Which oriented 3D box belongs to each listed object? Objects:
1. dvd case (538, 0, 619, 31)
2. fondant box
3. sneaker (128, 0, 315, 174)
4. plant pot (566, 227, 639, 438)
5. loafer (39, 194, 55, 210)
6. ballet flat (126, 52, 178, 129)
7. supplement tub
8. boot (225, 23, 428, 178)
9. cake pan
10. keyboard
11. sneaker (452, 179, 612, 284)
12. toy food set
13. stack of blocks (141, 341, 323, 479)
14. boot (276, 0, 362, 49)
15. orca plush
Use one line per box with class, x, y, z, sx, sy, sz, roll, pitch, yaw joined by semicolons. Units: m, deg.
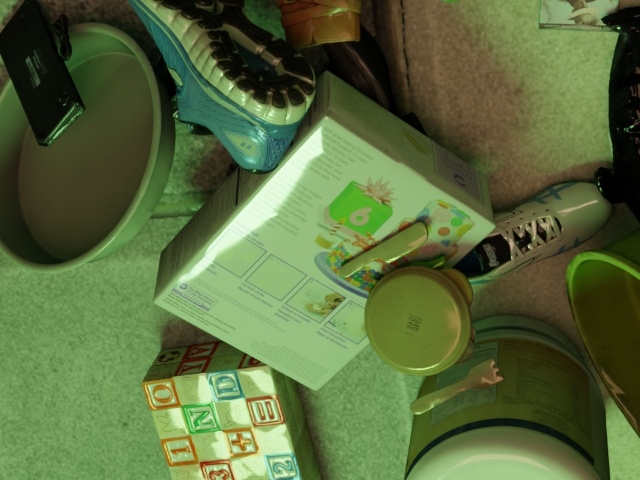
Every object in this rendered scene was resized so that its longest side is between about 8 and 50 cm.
dvd case;0.284;-0.287;1.473;0.087;0.013;0.119;4;115;9
fondant box;0.000;0.000;1.539;0.238;0.096;0.330;31;124;-22
sneaker;-0.130;-0.191;1.457;0.130;0.330;0.147;-10;136;-30
plant pot;0.507;0.076;1.393;0.353;0.366;0.366;-32;107;-9
loafer;-0.285;-0.041;1.647;0.251;0.087;0.094;-41;101;23
ballet flat;-0.170;-0.194;1.568;0.057;0.049;0.173;29;100;2
supplement tub;0.215;0.242;1.552;0.228;0.316;0.228;4;115;8
boot;-0.011;-0.117;1.561;0.229;0.091;0.263;-25;109;19
cake pan;-0.276;-0.102;1.551;0.293;0.054;0.293;-10;74;35
keyboard;-0.314;-0.204;1.557;0.108;0.023;0.180;-45;57;27
sneaker;0.227;0.000;1.572;0.237;0.086;0.085;-21;107;17
toy food set;0.113;0.086;1.486;0.132;0.038;0.192;-28;86;23
stack of blocks;-0.102;0.279;1.755;0.171;0.087;0.297;-9;112;14
boot;-0.039;-0.281;1.460;0.197;0.073;0.152;4;105;42
orca plush;0.383;-0.111;1.469;0.151;0.102;0.287;-3;107;-4
